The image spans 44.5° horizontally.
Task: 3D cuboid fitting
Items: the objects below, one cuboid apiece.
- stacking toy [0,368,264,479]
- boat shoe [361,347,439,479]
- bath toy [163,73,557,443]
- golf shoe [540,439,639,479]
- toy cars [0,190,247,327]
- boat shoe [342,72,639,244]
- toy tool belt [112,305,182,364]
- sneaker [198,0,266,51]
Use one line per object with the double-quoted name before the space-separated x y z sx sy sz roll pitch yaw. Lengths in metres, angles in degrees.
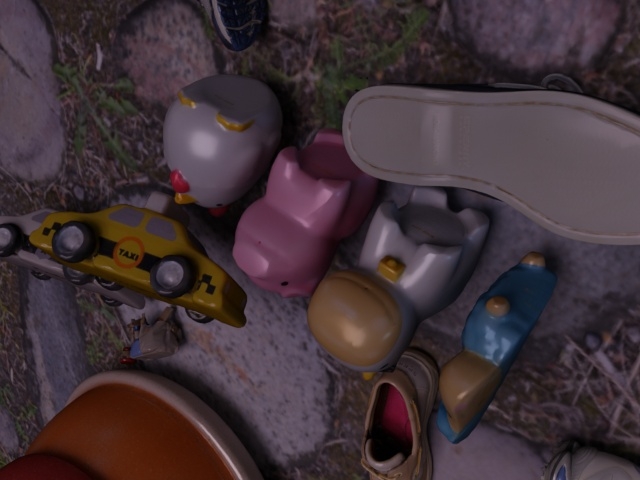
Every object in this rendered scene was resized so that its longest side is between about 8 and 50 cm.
"stacking toy" -0.295 0.363 0.738 0.350 0.479 0.351 14 114 33
"boat shoe" 0.061 0.177 0.676 0.063 0.059 0.170 15 114 32
"bath toy" 0.000 0.000 0.610 0.348 0.151 0.129 37 136 26
"golf shoe" 0.210 0.240 0.584 0.086 0.069 0.176 5 110 29
"toy cars" -0.207 0.005 0.762 0.393 0.176 0.087 1 64 53
"boat shoe" 0.136 -0.061 0.523 0.254 0.079 0.095 12 115 36
"toy tool belt" -0.188 0.103 0.852 0.083 0.052 0.051 -19 63 37
"sneaker" -0.090 -0.221 0.662 0.058 0.052 0.135 -18 87 49
